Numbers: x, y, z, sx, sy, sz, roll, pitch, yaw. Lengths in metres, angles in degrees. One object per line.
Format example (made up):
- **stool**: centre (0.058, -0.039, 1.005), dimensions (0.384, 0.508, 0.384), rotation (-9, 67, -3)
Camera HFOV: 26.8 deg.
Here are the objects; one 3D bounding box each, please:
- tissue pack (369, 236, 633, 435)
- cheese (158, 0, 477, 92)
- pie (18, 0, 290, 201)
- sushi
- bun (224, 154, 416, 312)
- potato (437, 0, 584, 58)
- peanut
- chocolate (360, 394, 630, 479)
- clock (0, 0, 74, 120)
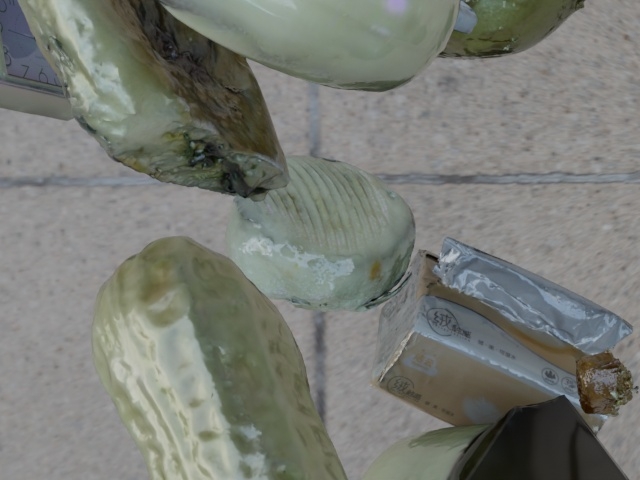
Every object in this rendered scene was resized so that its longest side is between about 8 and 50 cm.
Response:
- **tissue pack**: centre (0.254, 0.139, 1.867), dimensions (0.306, 0.238, 0.238), rotation (26, 104, -7)
- **cheese**: centre (0.017, -0.111, 0.580), dimensions (0.163, 0.249, 0.070), rotation (47, 112, 40)
- **pie**: centre (-0.095, -0.108, 0.717), dimensions (0.052, 0.218, 0.185), rotation (-34, 73, 16)
- **sushi**: centre (0.290, 0.145, 1.359), dimensions (0.060, 0.118, 0.061), rotation (-9, 74, 7)
- **bun**: centre (0.000, 0.000, 1.629), dimensions (0.239, 0.239, 0.141), rotation (31, 132, 16)
- **potato**: centre (0.144, -0.278, 1.028), dimensions (0.173, 0.210, 0.307), rotation (23, 88, -23)
- **peanut**: centre (-0.063, 0.146, 0.993), dimensions (0.152, 0.152, 0.313), rotation (-33, 73, 20)
- **chocolate**: centre (0.191, 0.366, 1.700), dimensions (0.314, 0.326, 0.297), rotation (50, 156, -26)
- **clock**: centre (-0.326, -0.221, 1.488), dimensions (0.071, 0.192, 0.146), rotation (-17, 77, 29)
